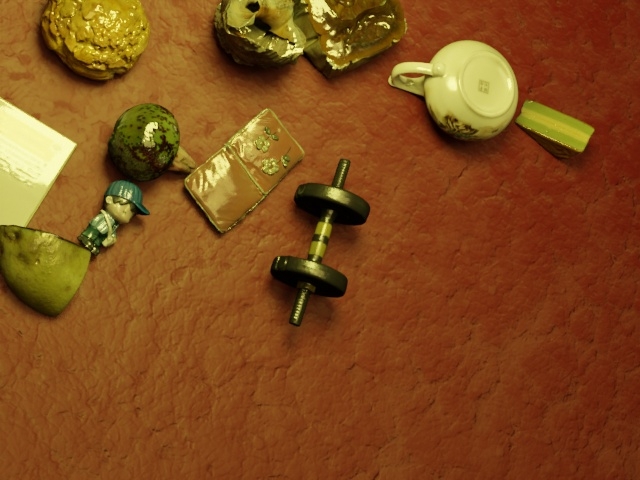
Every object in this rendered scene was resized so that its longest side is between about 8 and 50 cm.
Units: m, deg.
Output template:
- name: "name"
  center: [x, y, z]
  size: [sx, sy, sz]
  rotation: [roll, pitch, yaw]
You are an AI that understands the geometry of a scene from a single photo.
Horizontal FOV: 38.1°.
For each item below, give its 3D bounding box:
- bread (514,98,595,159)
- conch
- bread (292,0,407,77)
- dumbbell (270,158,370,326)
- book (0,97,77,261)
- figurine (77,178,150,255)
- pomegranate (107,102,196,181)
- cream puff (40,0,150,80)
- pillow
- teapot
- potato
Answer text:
- name: "bread"
  center: [0.494, -0.244, 1.962]
  size: [0.139, 0.084, 0.074]
  rotation: [38, 72, -13]
- name: "conch"
  center: [-0.111, -0.388, 1.681]
  size: [0.178, 0.245, 0.163]
  rotation: [29, 112, 1]
- name: "bread"
  center: [0.054, -0.435, 1.791]
  size: [0.210, 0.110, 0.192]
  rotation: [-27, 93, -24]
- name: "dumbbell"
  center: [0.000, 0.000, 1.693]
  size: [0.143, 0.143, 0.325]
  rotation: [23, 75, -18]
- name: "book"
  center: [-0.569, -0.094, 1.537]
  size: [0.208, 0.020, 0.295]
  rotation: [32, 72, -15]
- name: "figurine"
  center: [-0.362, -0.043, 1.599]
  size: [0.136, 0.077, 0.079]
  rotation: [-40, 64, -7]
- name: "pomegranate"
  center: [-0.298, -0.162, 1.619]
  size: [0.126, 0.163, 0.138]
  rotation: [-1, 63, 16]
- name: "cream puff"
  center: [-0.384, -0.376, 1.594]
  size: [0.189, 0.129, 0.189]
  rotation: [4, 81, -25]
- name: "pillow"
  center: [-0.139, -0.129, 1.707]
  size: [0.232, 0.043, 0.126]
  rotation: [-46, 104, -21]
- name: "teapot"
  center: [0.287, -0.301, 1.858]
  size: [0.298, 0.139, 0.204]
  rotation: [21, 77, -21]
- name: "potato"
  center: [-0.466, 0.049, 1.517]
  size: [0.149, 0.081, 0.120]
  rotation: [23, 73, -29]
